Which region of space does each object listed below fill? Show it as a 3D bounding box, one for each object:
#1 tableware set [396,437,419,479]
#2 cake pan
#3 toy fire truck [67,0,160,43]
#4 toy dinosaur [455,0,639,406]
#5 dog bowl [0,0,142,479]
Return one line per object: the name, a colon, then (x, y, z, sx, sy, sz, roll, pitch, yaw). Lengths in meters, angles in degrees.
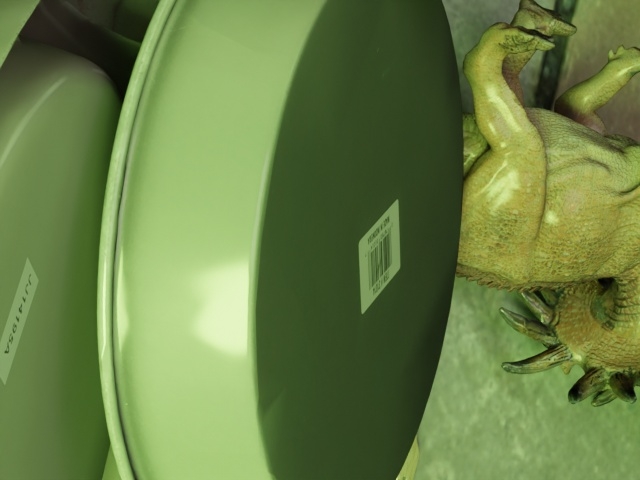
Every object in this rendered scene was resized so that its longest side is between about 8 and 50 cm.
tableware set: (0.004, 0.127, 0.787, 0.128, 0.039, 0.194, 20, 78, -31)
cake pan: (0.000, 0.000, 0.646, 0.293, 0.054, 0.293, 7, 90, -69)
toy fire truck: (-0.130, -0.171, 0.650, 0.302, 0.169, 0.253, -3, 109, -32)
toy dinosaur: (0.119, -0.011, 0.824, 0.296, 0.127, 0.200, 21, 110, -16)
dog bowl: (-0.137, 0.052, 0.546, 0.102, 0.349, 0.348, 9, 82, 6)
